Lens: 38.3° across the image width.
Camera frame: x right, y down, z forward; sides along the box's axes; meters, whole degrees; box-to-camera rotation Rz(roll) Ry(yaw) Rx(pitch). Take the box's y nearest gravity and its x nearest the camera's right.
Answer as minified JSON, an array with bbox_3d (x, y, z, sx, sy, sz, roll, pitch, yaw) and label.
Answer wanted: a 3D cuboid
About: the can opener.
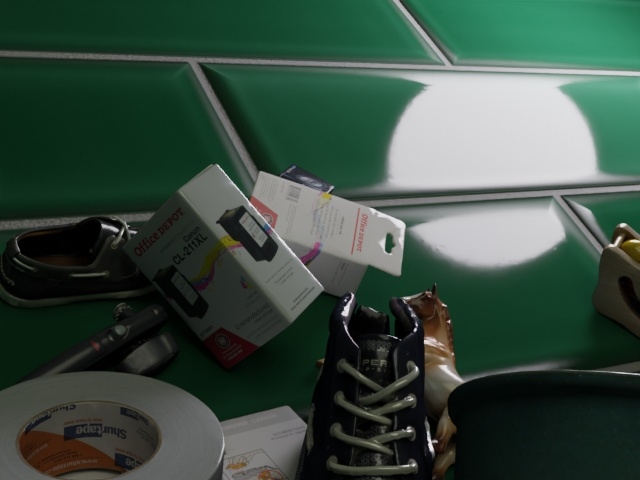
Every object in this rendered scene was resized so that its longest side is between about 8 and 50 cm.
[{"bbox_3d":[-0.221,0.114,0.901,0.186,0.059,0.073,-24,59,-43],"label":"can opener"}]

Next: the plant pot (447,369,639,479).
[{"bbox_3d":[0.231,0.308,0.664,0.341,0.341,0.334,17,69,-8],"label":"plant pot"}]

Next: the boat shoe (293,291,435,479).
[{"bbox_3d":[0.035,0.167,0.763,0.127,0.158,0.340,4,21,-3],"label":"boat shoe"}]

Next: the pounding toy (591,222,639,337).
[{"bbox_3d":[0.481,0.093,1.200,0.269,0.154,0.155,34,40,12],"label":"pounding toy"}]

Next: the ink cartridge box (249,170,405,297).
[{"bbox_3d":[0.000,0.000,1.134,0.198,0.067,0.115,18,39,-5],"label":"ink cartridge box"}]

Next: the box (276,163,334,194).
[{"bbox_3d":[-0.023,-0.070,1.221,0.067,0.018,0.083,29,23,6],"label":"box"}]

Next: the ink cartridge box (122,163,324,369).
[{"bbox_3d":[-0.104,0.029,0.960,0.175,0.127,0.072,49,42,-3],"label":"ink cartridge box"}]

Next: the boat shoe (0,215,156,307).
[{"bbox_3d":[-0.230,0.013,0.998,0.233,0.079,0.084,-10,48,-36],"label":"boat shoe"}]

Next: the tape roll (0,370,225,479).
[{"bbox_3d":[-0.190,0.192,0.758,0.219,0.072,0.219,5,21,-2],"label":"tape roll"}]

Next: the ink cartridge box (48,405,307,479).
[{"bbox_3d":[-0.085,0.261,0.801,0.296,0.066,0.261,-8,24,-33],"label":"ink cartridge box"}]

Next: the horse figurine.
[{"bbox_3d":[0.118,0.174,1.000,0.174,0.066,0.263,-13,49,-29],"label":"horse figurine"}]
